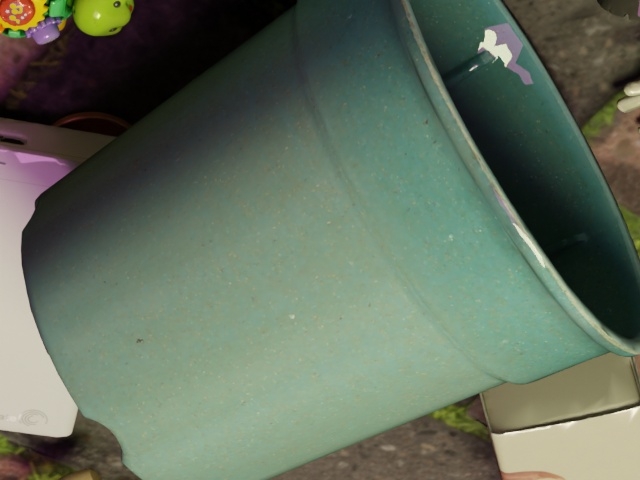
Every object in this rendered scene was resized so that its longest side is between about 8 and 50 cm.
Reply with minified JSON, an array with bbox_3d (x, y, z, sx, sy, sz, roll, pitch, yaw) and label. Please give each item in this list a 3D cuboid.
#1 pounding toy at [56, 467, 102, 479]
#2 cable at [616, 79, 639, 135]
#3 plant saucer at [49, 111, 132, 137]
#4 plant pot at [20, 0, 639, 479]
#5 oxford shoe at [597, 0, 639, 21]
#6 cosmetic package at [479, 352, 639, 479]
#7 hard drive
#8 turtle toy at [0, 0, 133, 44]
[{"bbox_3d":[-0.210,0.317,1.733,0.154,0.155,0.269,-22,129,8],"label":"pounding toy"},{"bbox_3d":[0.356,-0.144,1.426,0.287,0.072,0.139,-25,162,8],"label":"cable"},{"bbox_3d":[-0.174,-0.065,1.497,0.083,0.013,0.083,-2,132,-2],"label":"plant saucer"},{"bbox_3d":[0.000,0.000,1.343,0.334,0.341,0.341,-30,127,17],"label":"plant pot"},{"bbox_3d":[0.314,-0.202,1.377,0.227,0.083,0.096,0,119,-11],"label":"oxford shoe"},{"bbox_3d":[0.218,0.199,1.670,0.129,0.153,0.296,-12,130,5],"label":"cosmetic package"},{"bbox_3d":[-0.270,0.030,1.543,0.203,0.040,0.307,9,132,-11],"label":"hard drive"},{"bbox_3d":[-0.195,-0.175,1.365,0.130,0.066,0.095,6,130,-10],"label":"turtle toy"}]
